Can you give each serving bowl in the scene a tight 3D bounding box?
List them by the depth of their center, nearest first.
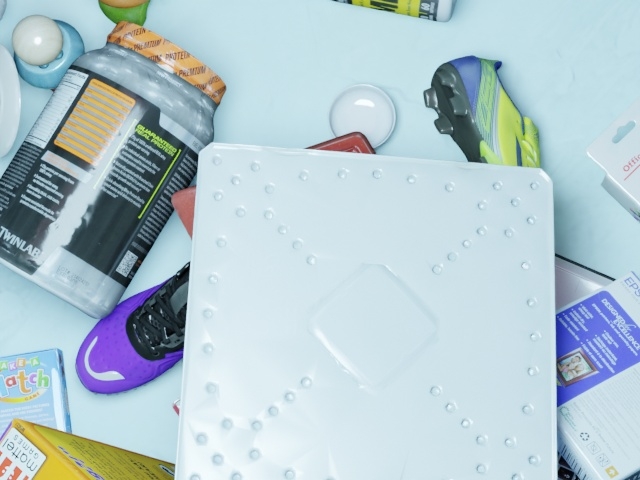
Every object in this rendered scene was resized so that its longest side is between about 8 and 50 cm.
[{"bbox_3d":[0.050,-0.147,1.904,0.083,0.027,0.083,-1,80,4],"label":"serving bowl"}]

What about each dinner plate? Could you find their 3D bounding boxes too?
[{"bbox_3d":[-0.398,-0.170,1.896,0.017,0.141,0.141,-2,76,-36],"label":"dinner plate"}]

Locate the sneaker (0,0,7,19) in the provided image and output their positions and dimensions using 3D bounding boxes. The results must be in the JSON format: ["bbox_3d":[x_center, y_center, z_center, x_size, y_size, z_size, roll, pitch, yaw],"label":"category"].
[{"bbox_3d":[-0.567,-0.242,1.916,0.366,0.137,0.210,7,81,12],"label":"sneaker"}]

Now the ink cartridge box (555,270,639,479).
[{"bbox_3d":[0.326,0.156,1.729,0.208,0.045,0.206,-25,61,-23],"label":"ink cartridge box"}]

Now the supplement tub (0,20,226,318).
[{"bbox_3d":[-0.253,-0.085,1.832,0.194,0.193,0.316,30,83,9],"label":"supplement tub"}]

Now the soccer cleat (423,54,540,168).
[{"bbox_3d":[0.224,-0.092,1.840,0.121,0.093,0.289,-14,71,-26],"label":"soccer cleat"}]

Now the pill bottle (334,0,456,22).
[{"bbox_3d":[0.066,-0.339,1.893,0.209,0.119,0.119,12,81,7],"label":"pill bottle"}]

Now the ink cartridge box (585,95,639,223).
[{"bbox_3d":[0.406,-0.070,1.846,0.104,0.061,0.181,-43,80,-5],"label":"ink cartridge box"}]

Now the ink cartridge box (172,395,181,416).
[{"bbox_3d":[-0.095,0.224,1.773,0.072,0.175,0.127,-36,79,-5],"label":"ink cartridge box"}]

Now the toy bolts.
[{"bbox_3d":[-0.316,-0.297,1.893,0.218,0.158,0.228,25,82,8],"label":"toy bolts"}]

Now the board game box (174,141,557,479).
[{"bbox_3d":[0.053,0.096,1.664,0.390,0.050,0.390,4,69,-5],"label":"board game box"}]

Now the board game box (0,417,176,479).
[{"bbox_3d":[-0.196,0.447,1.577,0.356,0.356,0.356,35,91,31],"label":"board game box"}]

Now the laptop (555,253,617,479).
[{"bbox_3d":[0.207,0.188,1.726,0.382,0.236,0.408,24,82,8],"label":"laptop"}]

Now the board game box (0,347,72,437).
[{"bbox_3d":[-0.374,0.244,1.859,0.160,0.039,0.211,-9,80,3],"label":"board game box"}]

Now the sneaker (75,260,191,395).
[{"bbox_3d":[-0.162,0.078,1.818,0.293,0.146,0.102,-30,80,-3],"label":"sneaker"}]

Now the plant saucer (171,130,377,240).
[{"bbox_3d":[0.000,0.000,1.773,0.258,0.047,0.259,-20,65,-22],"label":"plant saucer"}]
